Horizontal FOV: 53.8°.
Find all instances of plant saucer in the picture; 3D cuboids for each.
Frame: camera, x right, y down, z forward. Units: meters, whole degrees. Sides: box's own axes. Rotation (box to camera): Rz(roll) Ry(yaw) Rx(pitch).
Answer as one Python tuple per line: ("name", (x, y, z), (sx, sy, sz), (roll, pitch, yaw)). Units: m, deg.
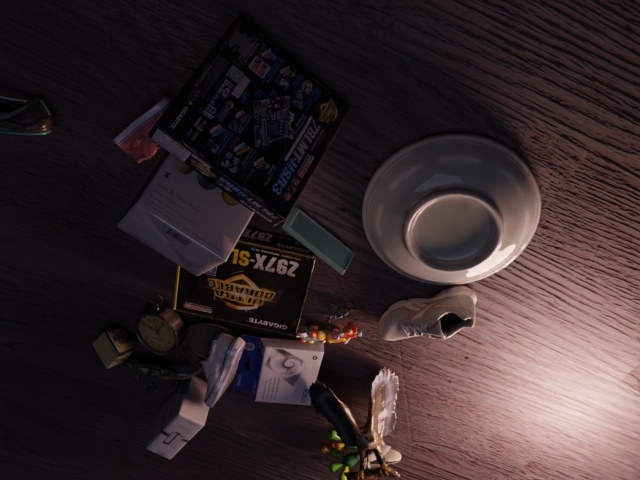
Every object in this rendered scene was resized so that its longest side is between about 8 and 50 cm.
("plant saucer", (0.292, -0.040, 1.405), (0.401, 0.100, 0.400), (2, 124, 4))
("plant saucer", (-0.299, 0.283, 1.726), (0.169, 0.029, 0.168), (3, 124, 5))
("plant saucer", (0.000, 0.000, 1.483), (0.192, 0.067, 0.018), (38, 153, -18))

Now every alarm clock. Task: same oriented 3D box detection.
("alarm clock", (-0.423, 0.219, 1.667), (0.130, 0.064, 0.192), (9, 120, 18))

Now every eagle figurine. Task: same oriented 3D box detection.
("eagle figurine", (0.118, 0.509, 1.731), (0.226, 0.298, 0.225), (-3, 164, -41))

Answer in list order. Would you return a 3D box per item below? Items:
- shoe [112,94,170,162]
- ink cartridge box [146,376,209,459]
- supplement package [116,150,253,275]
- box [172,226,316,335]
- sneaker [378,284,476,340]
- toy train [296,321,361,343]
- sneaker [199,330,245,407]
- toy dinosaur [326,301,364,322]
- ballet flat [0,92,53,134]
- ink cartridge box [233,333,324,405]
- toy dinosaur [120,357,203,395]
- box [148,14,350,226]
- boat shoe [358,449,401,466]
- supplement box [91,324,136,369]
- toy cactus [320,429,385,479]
("shoe", (-0.366, -0.238, 1.364), (0.178, 0.063, 0.081), (-30, 118, 29))
("ink cartridge box", (-0.403, 0.510, 1.818), (0.086, 0.148, 0.203), (32, 122, -17))
("supplement package", (-0.243, -0.100, 1.283), (0.199, 0.262, 0.198), (35, 155, -17))
("box", (-0.189, 0.090, 1.557), (0.322, 0.079, 0.257), (13, 122, -3))
("sneaker", (0.260, 0.201, 1.557), (0.263, 0.121, 0.099), (-25, 117, 21))
("toy train", (0.023, 0.233, 1.627), (0.167, 0.046, 0.125), (-1, 158, 3))
("sneaker", (-0.279, 0.343, 1.706), (0.091, 0.094, 0.258), (29, 119, 8))
("toy dinosaur", (0.054, 0.191, 1.623), (0.090, 0.047, 0.082), (19, 145, -21))
("ballet flat", (-0.723, -0.272, 1.366), (0.281, 0.095, 0.096), (-6, 114, -2))
("ink cartridge box", (-0.119, 0.360, 1.732), (0.224, 0.045, 0.223), (6, 125, -8))
("toy dinosaur", (-0.454, 0.383, 1.784), (0.268, 0.064, 0.118), (6, 129, 5))
("box", (-0.125, -0.229, 1.216), (0.293, 0.295, 0.073), (36, 156, -19))
("boat shoe", (0.181, 0.669, 1.923), (0.137, 0.049, 0.043), (-8, 111, 17))
("supplement box", (-0.566, 0.292, 1.722), (0.083, 0.056, 0.083), (-42, 76, 28))
("toy cactus", (0.110, 0.645, 1.878), (0.181, 0.112, 0.218), (-28, 84, 3))
